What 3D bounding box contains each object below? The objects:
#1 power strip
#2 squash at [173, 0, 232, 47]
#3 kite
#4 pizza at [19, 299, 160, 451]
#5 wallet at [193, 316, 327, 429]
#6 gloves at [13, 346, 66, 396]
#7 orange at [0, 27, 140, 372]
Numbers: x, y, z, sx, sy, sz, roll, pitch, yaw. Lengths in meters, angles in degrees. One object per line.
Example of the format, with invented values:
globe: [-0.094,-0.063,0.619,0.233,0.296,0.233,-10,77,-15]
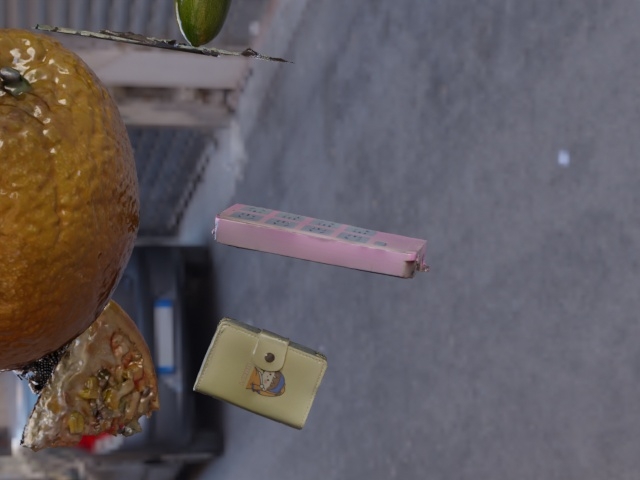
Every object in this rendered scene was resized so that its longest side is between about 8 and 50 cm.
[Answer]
power strip: [0.000,0.000,1.706,0.109,0.279,0.037,-38,-43,-73]
squash: [-0.120,-0.321,1.339,0.069,0.069,0.258,-166,70,-76]
kite: [-0.212,-0.276,1.898,0.368,0.406,0.014,-9,-72,-72]
pizza: [-0.265,0.176,1.563,0.052,0.195,0.185,7,130,42]
wallet: [-0.078,0.175,1.809,0.039,0.155,0.110,-134,66,-85]
gloves: [-0.364,0.161,1.819,0.106,0.129,0.180,-17,58,44]
orange: [-0.330,-0.042,1.324,0.357,0.322,0.322,116,152,-43]
